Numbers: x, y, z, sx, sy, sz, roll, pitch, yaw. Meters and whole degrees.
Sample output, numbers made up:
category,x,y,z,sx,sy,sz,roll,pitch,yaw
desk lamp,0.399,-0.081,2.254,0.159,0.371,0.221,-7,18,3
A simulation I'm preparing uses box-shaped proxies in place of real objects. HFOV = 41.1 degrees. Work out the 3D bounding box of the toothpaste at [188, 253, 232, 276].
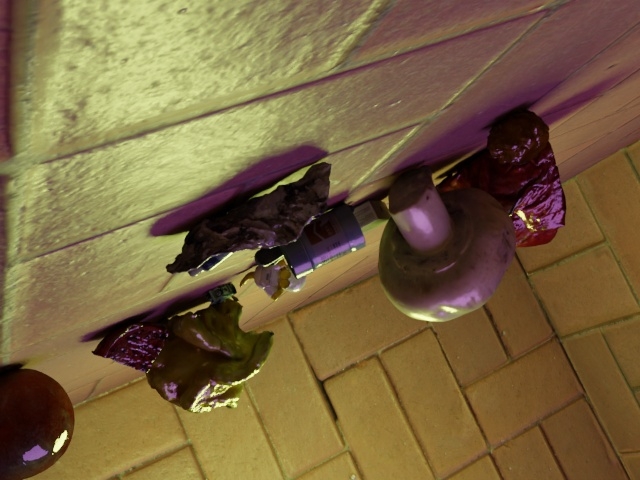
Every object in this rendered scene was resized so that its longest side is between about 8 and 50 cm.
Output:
category,x,y,z,sx,sy,sz,roll,pitch,yaw
toothpaste,-0.154,0.004,1.473,0.216,0.037,0.062,-35,168,27

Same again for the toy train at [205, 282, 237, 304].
category,x,y,z,sx,sy,sz,roll,pitch,yaw
toy train,-0.244,0.130,2.077,0.053,0.033,0.083,-33,170,20

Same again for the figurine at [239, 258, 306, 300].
category,x,y,z,sx,sy,sz,roll,pitch,yaw
figurine,-0.105,0.084,2.054,0.129,0.109,0.178,0,-176,23

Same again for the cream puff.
category,x,y,z,sx,sy,sz,roll,pitch,yaw
cream puff,0.369,-0.196,1.609,0.116,0.094,0.122,-25,151,-28

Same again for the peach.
category,x,y,z,sx,sy,sz,roll,pitch,yaw
peach,-0.653,0.394,1.818,0.252,0.252,0.252,-25,173,-3

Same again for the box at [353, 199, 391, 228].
category,x,y,z,sx,sy,sz,roll,pitch,yaw
box,0.078,-0.039,1.876,0.130,0.051,0.129,-27,172,18

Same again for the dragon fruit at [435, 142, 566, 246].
category,x,y,z,sx,sy,sz,roll,pitch,yaw
dragon fruit,0.420,-0.154,1.940,0.302,0.240,0.330,3,145,-6

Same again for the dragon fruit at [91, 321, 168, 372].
category,x,y,z,sx,sy,sz,roll,pitch,yaw
dragon fruit,-0.446,0.227,1.966,0.161,0.120,0.127,7,-114,55

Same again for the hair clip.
category,x,y,z,sx,sy,sz,roll,pitch,yaw
hair clip,-0.030,-0.010,1.775,0.229,0.039,0.070,-29,171,16

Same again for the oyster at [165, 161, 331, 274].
category,x,y,z,sx,sy,sz,roll,pitch,yaw
oyster,-0.107,-0.016,1.270,0.252,0.087,0.199,-22,-173,44

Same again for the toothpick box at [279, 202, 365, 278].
category,x,y,z,sx,sy,sz,roll,pitch,yaw
toothpick box,0.000,0.000,1.697,0.153,0.101,0.101,-26,173,-7

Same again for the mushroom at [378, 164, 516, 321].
category,x,y,z,sx,sy,sz,roll,pitch,yaw
mushroom,0.233,-0.009,1.781,0.314,0.314,0.336,-27,134,13

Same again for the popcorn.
category,x,y,z,sx,sy,sz,roll,pitch,yaw
popcorn,-0.272,0.293,2.118,0.325,0.290,0.321,-2,-175,4
